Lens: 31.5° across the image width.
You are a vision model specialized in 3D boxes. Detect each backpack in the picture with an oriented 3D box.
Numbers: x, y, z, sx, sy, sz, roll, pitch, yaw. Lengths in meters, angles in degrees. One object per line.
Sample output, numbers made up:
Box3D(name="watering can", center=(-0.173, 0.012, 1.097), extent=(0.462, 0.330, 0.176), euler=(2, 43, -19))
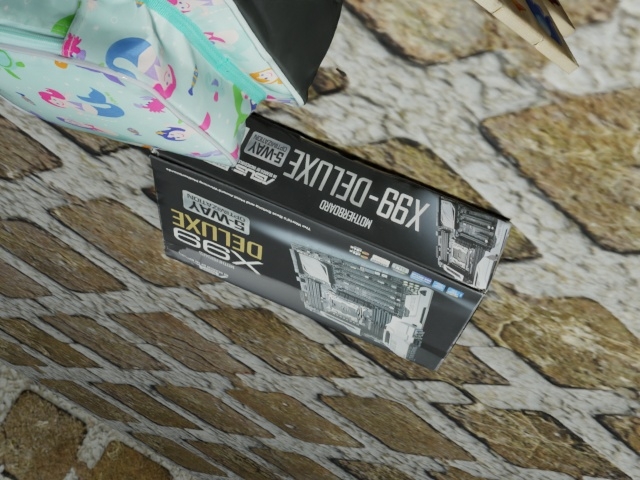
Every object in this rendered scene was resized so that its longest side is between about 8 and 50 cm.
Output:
Box3D(name="backpack", center=(-0.131, -0.164, 0.690), extent=(0.254, 0.191, 0.225), euler=(23, 174, 18))

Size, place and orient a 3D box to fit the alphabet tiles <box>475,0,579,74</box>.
Box3D(name="alphabet tiles", center=(0.039, -0.174, 0.502), extent=(0.009, 0.198, 0.237), euler=(-35, 151, 24))

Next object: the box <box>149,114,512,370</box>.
Box3D(name="box", center=(0.000, 0.000, 1.056), extent=(0.308, 0.076, 0.242), euler=(23, 158, 4))
